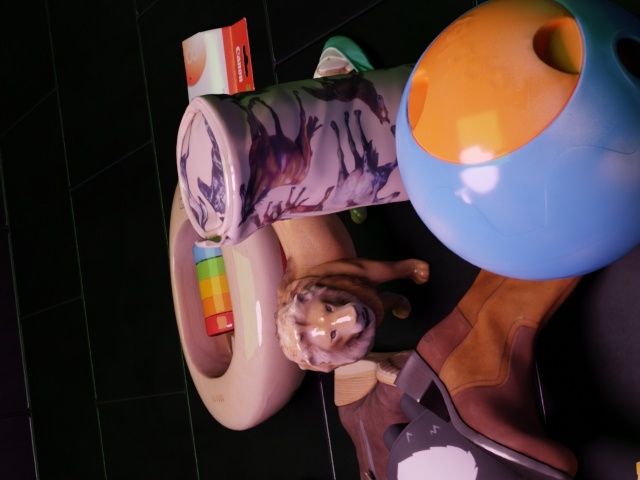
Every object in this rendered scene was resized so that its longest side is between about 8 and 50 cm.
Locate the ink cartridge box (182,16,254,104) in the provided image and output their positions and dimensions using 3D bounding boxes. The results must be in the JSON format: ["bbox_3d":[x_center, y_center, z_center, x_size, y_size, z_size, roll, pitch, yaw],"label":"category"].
[{"bbox_3d":[-0.177,-0.292,1.979,0.179,0.045,0.145,-11,85,60],"label":"ink cartridge box"}]

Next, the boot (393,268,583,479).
[{"bbox_3d":[0.243,0.104,1.258,0.280,0.096,0.264,-54,34,-2],"label":"boot"}]

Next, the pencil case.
[{"bbox_3d":[0.023,-0.102,1.340,0.160,0.410,0.184,-27,78,58],"label":"pencil case"}]

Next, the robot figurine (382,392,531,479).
[{"bbox_3d":[0.184,0.293,1.350,0.278,0.173,0.209,52,168,42],"label":"robot figurine"}]

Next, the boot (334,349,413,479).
[{"bbox_3d":[0.115,0.257,1.573,0.248,0.090,0.207,0,106,57],"label":"boot"}]

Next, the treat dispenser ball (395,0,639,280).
[{"bbox_3d":[0.219,-0.104,1.140,0.288,0.288,0.288,11,104,57],"label":"treat dispenser ball"}]

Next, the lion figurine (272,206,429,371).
[{"bbox_3d":[0.000,0.000,1.547,0.392,0.240,0.142,64,142,32],"label":"lion figurine"}]

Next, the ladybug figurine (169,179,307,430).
[{"bbox_3d":[-0.120,0.069,1.820,0.305,0.162,0.449,-16,81,58],"label":"ladybug figurine"}]

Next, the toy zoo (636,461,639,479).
[{"bbox_3d":[0.403,0.329,1.142,0.192,0.030,0.293,-6,88,58],"label":"toy zoo"}]

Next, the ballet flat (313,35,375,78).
[{"bbox_3d":[0.041,-0.214,1.598,0.247,0.087,0.083,53,136,41],"label":"ballet flat"}]
